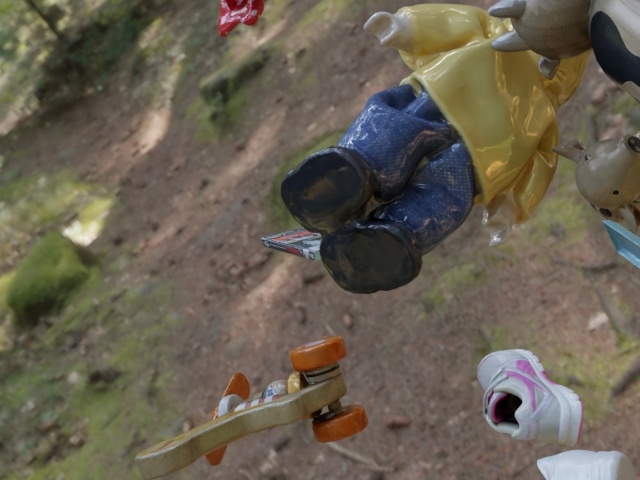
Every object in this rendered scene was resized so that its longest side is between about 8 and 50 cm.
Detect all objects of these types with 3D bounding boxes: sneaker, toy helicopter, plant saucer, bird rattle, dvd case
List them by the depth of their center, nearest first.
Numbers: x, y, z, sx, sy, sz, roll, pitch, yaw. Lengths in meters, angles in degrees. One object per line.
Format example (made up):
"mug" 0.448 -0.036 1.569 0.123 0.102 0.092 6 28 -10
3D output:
"sneaker" 0.202 0.278 0.890 0.094 0.080 0.212 -5 60 33
"dvd case" 0.000 0.000 1.197 0.087 0.013 0.119 -14 13 -29
"bird rattle" -0.045 -0.377 1.418 0.206 0.143 0.253 -16 17 27
"toy helicopter" -0.120 0.258 1.572 0.355 0.140 0.235 -19 3 -40
"sneaker" 0.297 0.237 1.680 0.111 0.103 0.252 0 13 -19
"plant saucer" 0.491 0.017 1.684 0.018 0.067 0.192 -31 18 1

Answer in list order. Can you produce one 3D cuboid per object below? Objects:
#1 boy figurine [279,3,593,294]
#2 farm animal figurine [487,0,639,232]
"boy figurine" 0.096 -0.090 0.753 0.092 0.177 0.285 -23 17 51
"farm animal figurine" 0.206 -0.121 0.681 0.172 0.330 0.327 -25 26 -5
